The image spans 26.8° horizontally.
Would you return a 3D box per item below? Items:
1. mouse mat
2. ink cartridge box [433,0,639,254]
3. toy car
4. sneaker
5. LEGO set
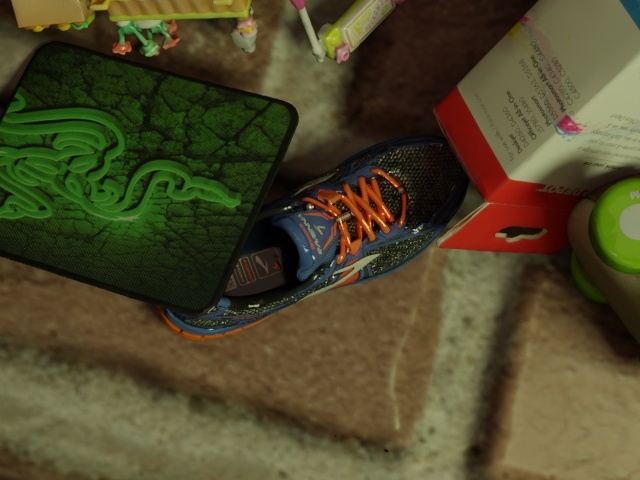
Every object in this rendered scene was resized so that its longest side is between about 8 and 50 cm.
[{"bbox_3d":[-0.123,-0.043,0.826,0.189,0.007,0.153,16,68,17],"label":"mouse mat"},{"bbox_3d":[0.166,-0.088,0.806,0.134,0.231,0.078,4,51,-45],"label":"ink cartridge box"},{"bbox_3d":[0.257,-0.007,0.797,0.188,0.155,0.149,-35,79,-1],"label":"toy car"},{"bbox_3d":[0.000,0.000,0.840,0.221,0.087,0.083,-30,89,-7],"label":"sneaker"},{"bbox_3d":[-0.045,-0.165,0.864,0.287,0.107,0.132,-28,53,-2],"label":"LEGO set"}]
